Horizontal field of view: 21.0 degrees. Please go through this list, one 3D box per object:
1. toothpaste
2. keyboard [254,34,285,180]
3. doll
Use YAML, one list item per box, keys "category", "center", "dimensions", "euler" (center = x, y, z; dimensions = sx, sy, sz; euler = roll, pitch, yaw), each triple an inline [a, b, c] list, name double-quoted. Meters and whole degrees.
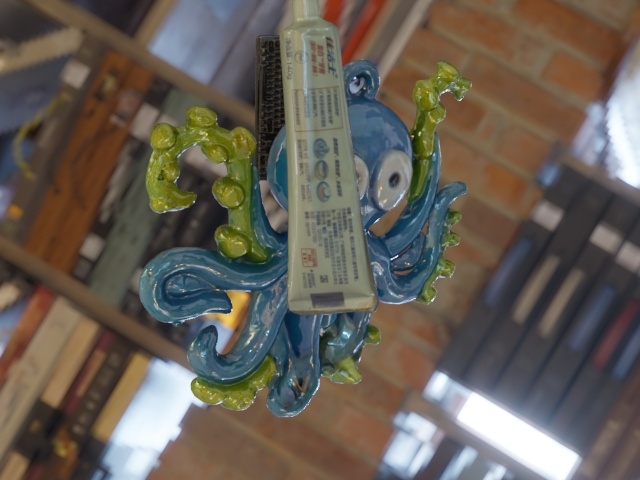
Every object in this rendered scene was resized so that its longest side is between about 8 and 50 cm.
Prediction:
- category: "toothpaste"
  center: [0.000, -0.071, 1.408]
  dimensions: [0.069, 0.268, 0.047]
  euler: [-7, -173, -16]
- category: "keyboard"
  center: [-0.040, -0.133, 1.750]
  dimensions: [0.053, 0.155, 0.010]
  euler: [0, -158, -3]
- category: "doll"
  center: [0.000, 0.000, 1.569]
  dimensions: [0.346, 0.341, 0.099]
  euler: [1, -168, -33]
